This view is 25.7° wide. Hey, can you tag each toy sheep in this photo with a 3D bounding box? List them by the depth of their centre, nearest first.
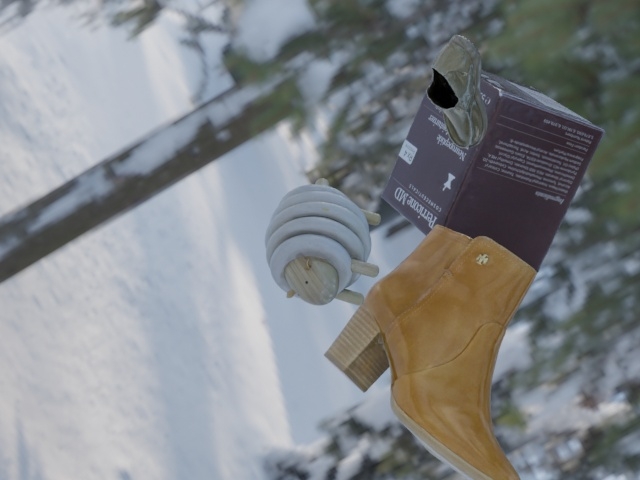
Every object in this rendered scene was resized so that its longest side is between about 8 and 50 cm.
[{"bbox_3d":[0.000,0.000,1.092,0.091,0.091,0.132,55,23,-33],"label":"toy sheep"}]

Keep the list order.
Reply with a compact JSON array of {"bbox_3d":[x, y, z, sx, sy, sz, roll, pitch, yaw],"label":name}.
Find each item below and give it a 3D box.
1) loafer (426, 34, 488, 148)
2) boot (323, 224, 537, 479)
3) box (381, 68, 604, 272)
[{"bbox_3d":[0.137,-0.148,1.448,0.056,0.050,0.148,44,-21,38],"label":"loafer"},{"bbox_3d":[0.154,0.112,1.428,0.295,0.211,0.104,39,-6,40],"label":"boot"},{"bbox_3d":[0.213,-0.096,1.759,0.167,0.203,0.168,16,15,-28],"label":"box"}]
